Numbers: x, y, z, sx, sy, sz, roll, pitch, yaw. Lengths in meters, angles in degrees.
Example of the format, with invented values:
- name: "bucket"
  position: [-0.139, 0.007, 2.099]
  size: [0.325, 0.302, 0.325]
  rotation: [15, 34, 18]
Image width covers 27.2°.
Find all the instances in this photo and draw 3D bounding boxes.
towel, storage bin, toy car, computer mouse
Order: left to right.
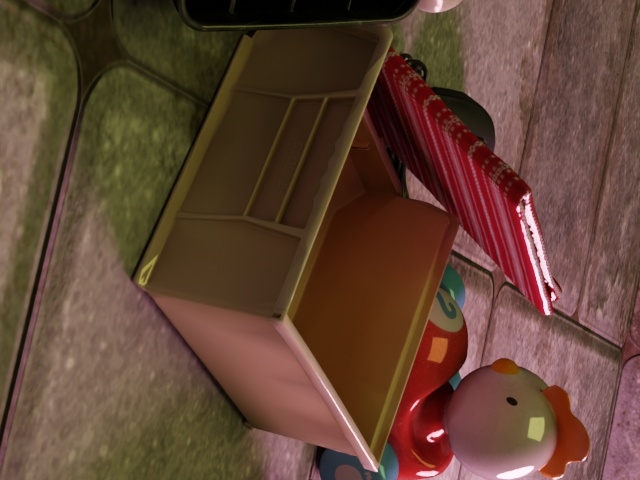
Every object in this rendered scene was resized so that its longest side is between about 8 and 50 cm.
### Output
- name: "storage bin"
  position: [0.000, 0.000, 1.033]
  size: [0.262, 0.123, 0.260]
  rotation: [61, 44, -54]
- name: "computer mouse"
  position: [0.128, -0.073, 1.374]
  size: [0.262, 0.060, 0.184]
  rotation: [23, 77, -66]
- name: "towel"
  position: [0.105, -0.076, 1.117]
  size: [0.031, 0.275, 0.199]
  rotation: [-36, 146, -5]
- name: "toy car"
  position: [0.149, 0.149, 1.284]
  size: [0.219, 0.238, 0.210]
  rotation: [-38, 133, -57]

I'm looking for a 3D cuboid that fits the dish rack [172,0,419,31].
- name: "dish rack"
  position: [-0.004, -0.276, 0.851]
  size: [0.208, 0.074, 0.272]
  rotation: [-10, 125, -39]

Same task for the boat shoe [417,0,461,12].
- name: "boat shoe"
  position: [0.162, -0.336, 1.325]
  size: [0.302, 0.109, 0.094]
  rotation: [-47, 156, -38]

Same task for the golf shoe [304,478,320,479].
- name: "golf shoe"
  position: [-0.048, 0.249, 1.053]
  size: [0.273, 0.105, 0.120]
  rotation: [-40, 127, -57]
